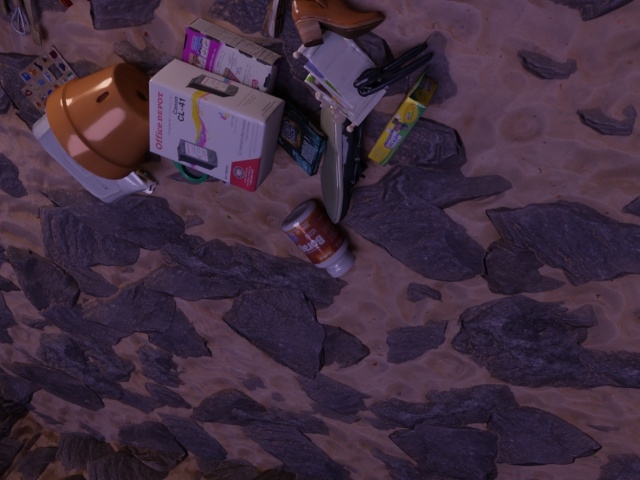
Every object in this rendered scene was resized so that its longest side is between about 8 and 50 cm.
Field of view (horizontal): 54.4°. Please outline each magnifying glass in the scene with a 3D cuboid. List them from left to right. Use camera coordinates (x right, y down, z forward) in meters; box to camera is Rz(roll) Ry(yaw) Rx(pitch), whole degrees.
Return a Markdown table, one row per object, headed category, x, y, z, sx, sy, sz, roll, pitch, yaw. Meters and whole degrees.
| category | x | y | z | sx | sy | sz | roll | pitch | yaw |
| --- | --- | --- | --- | --- | --- | --- | --- | --- | --- |
| magnifying glass | -0.429 | -0.254 | 1.843 | 0.231 | 0.026 | 0.092 | 35 | 134 | -8 |

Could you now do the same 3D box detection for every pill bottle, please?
| category | x | y | z | sx | sy | sz | roll | pitch | yaw |
| --- | --- | --- | --- | --- | --- | --- | --- | --- | --- |
| pill bottle | 0.000 | 0.000 | 1.780 | 0.121 | 0.121 | 0.216 | -27 | 112 | 39 |

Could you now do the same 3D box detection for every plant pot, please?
| category | x | y | z | sx | sy | sz | roll | pitch | yaw |
| --- | --- | --- | --- | --- | --- | --- | --- | --- | --- |
| plant pot | -0.548 | -0.338 | 1.672 | 0.204 | 0.290 | 0.290 | -30 | 111 | 23 |

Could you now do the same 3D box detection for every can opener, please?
| category | x | y | z | sx | sy | sz | roll | pitch | yaw |
| --- | --- | --- | --- | --- | --- | --- | --- | --- | --- |
| can opener | 0.163 | -0.379 | 1.402 | 0.186 | 0.073 | 0.059 | -23 | 110 | 11 |

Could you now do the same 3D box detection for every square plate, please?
| category | x | y | z | sx | sy | sz | roll | pitch | yaw |
| --- | --- | --- | --- | --- | --- | --- | --- | --- | --- |
| square plate | -0.713 | -0.246 | 1.883 | 0.344 | 0.049 | 0.347 | 49 | 151 | -22 |

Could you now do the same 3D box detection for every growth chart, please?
| category | x | y | z | sx | sy | sz | roll | pitch | yaw |
| --- | --- | --- | --- | --- | --- | --- | --- | --- | --- |
| growth chart | 0.048 | -0.383 | 1.433 | 0.172 | 0.021 | 0.237 | -42 | 110 | -3 |

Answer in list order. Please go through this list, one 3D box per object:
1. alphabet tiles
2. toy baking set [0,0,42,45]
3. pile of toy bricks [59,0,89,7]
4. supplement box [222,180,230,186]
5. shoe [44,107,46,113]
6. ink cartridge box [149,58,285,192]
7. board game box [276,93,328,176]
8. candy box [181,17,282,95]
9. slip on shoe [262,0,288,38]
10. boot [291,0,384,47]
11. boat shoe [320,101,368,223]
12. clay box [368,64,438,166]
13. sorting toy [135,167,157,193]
| category | x | y | z | sx | sy | sz | roll | pitch | yaw |
| --- | --- | --- | --- | --- | --- | --- | --- | --- | --- |
| alphabet tiles | -0.795 | -0.448 | 1.863 | 0.237 | 0.009 | 0.198 | -18 | 118 | 36 |
| toy baking set | -0.834 | -0.663 | 1.689 | 0.256 | 0.030 | 0.197 | 44 | 139 | -5 |
| pile of toy bricks | -0.662 | -0.686 | 1.547 | 0.105 | 0.118 | 0.212 | 29 | 156 | 48 |
| supplement box | -0.278 | -0.278 | 1.713 | 0.130 | 0.073 | 0.239 | -22 | 116 | 37 |
| shoe | -0.736 | -0.386 | 1.836 | 0.178 | 0.063 | 0.081 | -18 | 115 | 32 |
| ink cartridge box | -0.265 | -0.285 | 1.563 | 0.307 | 0.131 | 0.226 | 21 | 133 | 7 |
| board game box | -0.060 | -0.268 | 1.589 | 0.186 | 0.026 | 0.126 | 47 | 142 | 25 |
| candy box | -0.228 | -0.431 | 1.561 | 0.234 | 0.071 | 0.159 | 27 | 134 | 3 |
| slip on shoe | -0.105 | -0.534 | 1.434 | 0.041 | 0.051 | 0.135 | 33 | 141 | 13 |
| boot | 0.032 | -0.519 | 1.359 | 0.197 | 0.073 | 0.152 | -14 | 89 | -9 |
| boat shoe | 0.068 | -0.199 | 1.592 | 0.113 | 0.127 | 0.339 | -15 | 122 | -19 |
| clay box | 0.197 | -0.288 | 1.439 | 0.053 | 0.127 | 0.222 | 32 | 135 | -3 |
| sorting toy | -0.553 | -0.181 | 1.952 | 0.075 | 0.044 | 0.083 | 36 | 134 | -16 |
